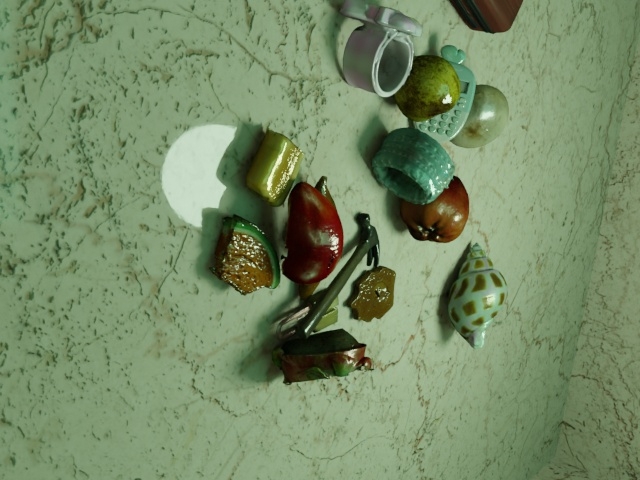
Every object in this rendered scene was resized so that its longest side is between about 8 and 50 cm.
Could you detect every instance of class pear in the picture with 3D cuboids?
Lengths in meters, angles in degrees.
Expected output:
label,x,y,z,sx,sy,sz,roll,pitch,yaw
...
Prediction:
label,x,y,z,sx,sy,sz,roll,pitch,yaw
pear,0.303,-0.447,1.898,0.197,0.197,0.197,-20,119,-43

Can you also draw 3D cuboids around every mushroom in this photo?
label,x,y,z,sx,sy,sz,roll,pitch,yaw
mushroom,0.499,-0.411,2.152,0.226,0.178,0.226,-15,140,-13

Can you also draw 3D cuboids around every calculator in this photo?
label,x,y,z,sx,sy,sz,roll,pitch,yaw
calculator,0.379,-0.449,2.024,0.184,0.042,0.295,12,98,-6

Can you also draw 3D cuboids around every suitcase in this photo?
label,x,y,z,sx,sy,sz,roll,pitch,yaw
suitcase,0.504,-0.798,2.011,0.297,0.161,0.236,33,79,-50

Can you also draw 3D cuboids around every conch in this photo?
label,x,y,z,sx,sy,sz,roll,pitch,yaw
conch,0.585,0.206,2.467,0.368,0.197,0.249,-63,176,-16

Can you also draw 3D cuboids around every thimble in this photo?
label,x,y,z,sx,sy,sz,roll,pitch,yaw
thimble,0.275,-0.214,1.927,0.143,0.235,0.198,-57,167,-17

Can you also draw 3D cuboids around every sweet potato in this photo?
label,x,y,z,sx,sy,sz,roll,pitch,yaw
sweet potato,0.001,-0.005,1.792,0.112,0.112,0.359,-19,122,-43

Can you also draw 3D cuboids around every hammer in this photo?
label,x,y,z,sx,sy,sz,roll,pitch,yaw
hammer,0.053,0.112,1.881,0.440,0.044,0.168,-51,132,-38

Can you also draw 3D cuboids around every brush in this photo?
label,x,y,z,sx,sy,sz,roll,pitch,yaw
brush,-0.043,0.221,1.877,0.233,0.047,0.103,-21,119,-41

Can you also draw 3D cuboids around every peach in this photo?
label,x,y,z,sx,sy,sz,roll,pitch,yaw
peach,-0.016,-0.011,1.652,0.159,0.154,0.267,-91,-171,-65

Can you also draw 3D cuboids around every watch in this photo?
label,x,y,z,sx,sy,sz,roll,pitch,yaw
watch,0.157,-0.495,1.730,0.248,0.211,0.217,-11,121,-55

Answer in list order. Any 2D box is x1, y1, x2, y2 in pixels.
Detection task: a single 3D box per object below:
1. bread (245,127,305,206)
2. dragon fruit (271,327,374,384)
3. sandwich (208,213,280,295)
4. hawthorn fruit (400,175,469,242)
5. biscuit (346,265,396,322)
label,x,y,z,sx,sy,sz,roll,pitch,yaw
bread,-0.117,-0.177,1.609,0.134,0.085,0.173,38,74,-56
dragon fruit,0.003,0.324,1.823,0.268,0.295,0.130,-10,83,-38
sandwich,-0.185,0.045,1.635,0.159,0.079,0.235,-53,134,-5
hawthorn fruit,0.373,-0.117,2.102,0.261,0.224,0.224,-63,142,-34
biscuit,0.159,0.175,2.094,0.215,0.034,0.182,-15,114,-42
